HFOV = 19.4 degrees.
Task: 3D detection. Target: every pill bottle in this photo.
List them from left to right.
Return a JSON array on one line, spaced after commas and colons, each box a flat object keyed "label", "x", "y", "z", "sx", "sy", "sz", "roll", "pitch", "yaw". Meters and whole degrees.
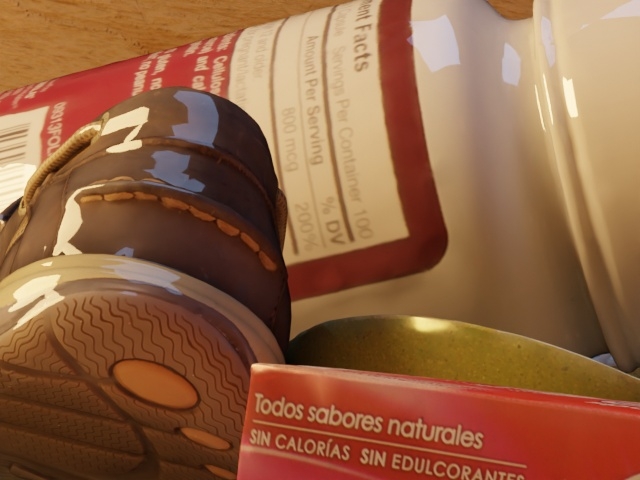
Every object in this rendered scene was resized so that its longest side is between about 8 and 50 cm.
[{"label": "pill bottle", "x": 0.000, "y": 0.000, "z": 0.922, "sx": 0.392, "sy": 0.224, "sz": 0.224, "roll": -12, "pitch": -8, "yaw": 13}]

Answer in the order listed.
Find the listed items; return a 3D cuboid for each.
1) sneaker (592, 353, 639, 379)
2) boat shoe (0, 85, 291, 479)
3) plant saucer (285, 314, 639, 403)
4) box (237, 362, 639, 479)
[{"label": "sneaker", "x": 0.128, "y": 0.074, "z": 1.036, "sx": 0.292, "sy": 0.108, "sz": 0.169, "roll": 7, "pitch": -10, "yaw": -18}, {"label": "boat shoe", "x": -0.083, "y": 0.052, "z": 0.724, "sx": 0.132, "sy": 0.130, "sz": 0.355, "roll": 24, "pitch": -26, "yaw": -14}, {"label": "plant saucer", "x": 0.083, "y": 0.112, "z": 0.642, "sx": 0.241, "sy": 0.037, "sz": 0.241, "roll": 23, "pitch": -28, "yaw": 13}, {"label": "box", "x": 0.110, "y": 0.104, "z": 0.433, "sx": 0.257, "sy": 0.122, "sz": 0.128, "roll": 5, "pitch": -5, "yaw": 36}]
